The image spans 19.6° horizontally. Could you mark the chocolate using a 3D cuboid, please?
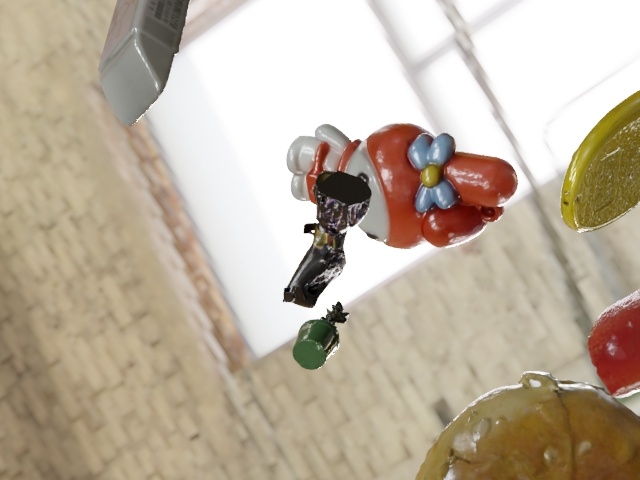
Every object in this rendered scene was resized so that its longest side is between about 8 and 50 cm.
[{"bbox_3d":[0.003,-0.001,1.914,0.072,0.147,0.070,-3,-137,-35],"label":"chocolate"}]

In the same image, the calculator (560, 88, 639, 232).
[{"bbox_3d":[0.334,-0.090,2.022,0.032,0.146,0.235,27,-139,32],"label":"calculator"}]

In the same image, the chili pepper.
[{"bbox_3d":[0.501,0.095,2.363,0.135,0.338,0.131,-21,-92,-48],"label":"chili pepper"}]

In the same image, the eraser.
[{"bbox_3d":[-0.184,-0.274,2.047,0.061,0.089,0.352,29,-135,-21],"label":"eraser"}]

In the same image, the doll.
[{"bbox_3d":[0.098,-0.065,2.170,0.130,0.290,0.161,-44,-44,-45],"label":"doll"}]

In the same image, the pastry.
[{"bbox_3d":[0.222,0.291,1.895,0.285,0.315,0.184,11,180,-10],"label":"pastry"}]

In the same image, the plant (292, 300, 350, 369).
[{"bbox_3d":[0.001,0.106,2.115,0.051,0.051,0.102,52,-149,-11],"label":"plant"}]
